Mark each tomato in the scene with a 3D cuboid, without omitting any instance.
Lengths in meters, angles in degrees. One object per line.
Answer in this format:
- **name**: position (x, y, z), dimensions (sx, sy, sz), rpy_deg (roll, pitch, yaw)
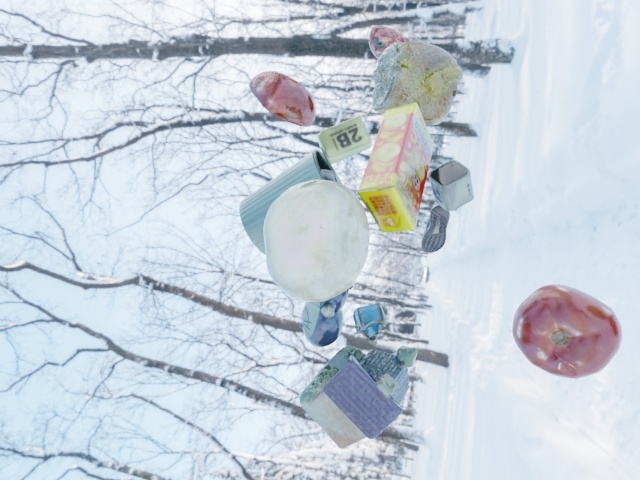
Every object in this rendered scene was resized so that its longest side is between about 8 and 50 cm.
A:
- **tomato**: position (-0.083, -0.370, 1.053), dimensions (0.174, 0.166, 0.082), rpy_deg (9, -53, -40)
- **tomato**: position (0.253, -0.737, 1.584), dimensions (0.139, 0.159, 0.091), rpy_deg (-35, -20, -33)
- **tomato**: position (0.774, 0.276, 1.312), dimensions (0.226, 0.298, 0.299), rpy_deg (-6, -74, -46)

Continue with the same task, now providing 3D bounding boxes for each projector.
- **projector**: position (0.323, -0.135, 1.021), dimensions (0.082, 0.083, 0.083), rpy_deg (62, 178, -40)

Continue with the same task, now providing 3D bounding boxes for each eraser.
- **eraser**: position (0.084, -0.356, 1.471), dimensions (0.058, 0.172, 0.117), rpy_deg (66, -178, -78)

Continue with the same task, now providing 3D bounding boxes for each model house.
- **model house**: position (0.144, 0.435, 1.272), dimensions (0.312, 0.245, 0.280), rpy_deg (-34, -14, -44)

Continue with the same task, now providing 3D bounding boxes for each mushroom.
- **mushroom**: position (0.000, 0.000, 0.921), dimensions (0.260, 0.254, 0.234), rpy_deg (-48, -22, 13)

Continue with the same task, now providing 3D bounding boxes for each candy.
- **candy**: position (0.179, -0.167, 0.943), dimensions (0.146, 0.087, 0.276), rpy_deg (53, -135, -38)

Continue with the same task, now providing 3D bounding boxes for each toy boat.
- **toy boat**: position (0.119, 0.204, 0.981), dimensions (0.185, 0.075, 0.077), rpy_deg (82, 176, -71)

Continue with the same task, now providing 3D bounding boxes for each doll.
- **doll**: position (0.004, 0.215, 1.337), dimensions (0.228, 0.153, 0.259), rpy_deg (-117, 42, -62)

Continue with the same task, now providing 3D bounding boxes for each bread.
- **bread**: position (0.266, -0.446, 1.171), dimensions (0.176, 0.246, 0.196), rpy_deg (-178, 97, -74)

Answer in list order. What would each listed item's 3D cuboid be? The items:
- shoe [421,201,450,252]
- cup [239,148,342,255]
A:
- **shoe**: position (0.375, -0.046, 1.339), dimensions (0.077, 0.074, 0.195), rpy_deg (-67, -16, -48)
- **cup**: position (-0.066, -0.095, 1.620), dimensions (0.401, 0.392, 0.310), rpy_deg (64, -164, 3)
